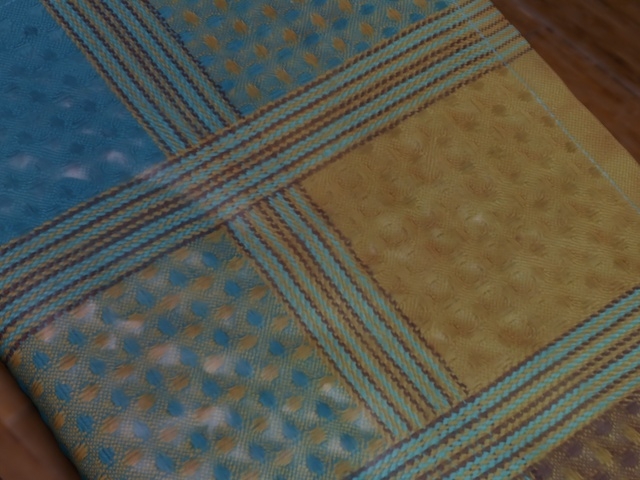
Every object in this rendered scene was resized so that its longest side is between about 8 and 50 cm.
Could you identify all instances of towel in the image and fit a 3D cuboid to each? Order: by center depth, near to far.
[{"bbox_3d":[0.000,0.000,0.683,0.271,0.040,0.370,-28,64,-22],"label":"towel"}]

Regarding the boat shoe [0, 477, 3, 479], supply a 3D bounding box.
[{"bbox_3d":[-0.038,0.134,0.416,0.228,0.080,0.076,35,58,27],"label":"boat shoe"}]
